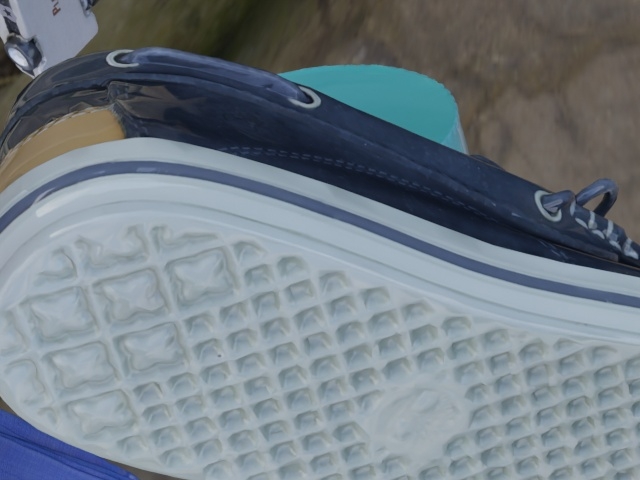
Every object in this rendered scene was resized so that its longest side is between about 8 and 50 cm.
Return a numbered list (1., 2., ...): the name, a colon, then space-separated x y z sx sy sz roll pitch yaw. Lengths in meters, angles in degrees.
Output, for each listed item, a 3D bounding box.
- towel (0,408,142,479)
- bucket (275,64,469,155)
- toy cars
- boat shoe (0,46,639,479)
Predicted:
1. towel: -0.236 0.264 1.144 0.040 0.243 0.336 27 84 30
2. bucket: 0.000 0.000 1.447 0.281 0.281 0.183 -7 119 10
3. toy cars: -0.310 -0.231 1.592 0.087 0.393 0.176 28 103 24
4. boat shoe: 0.073 0.050 0.842 0.500 0.156 0.187 22 119 -28
